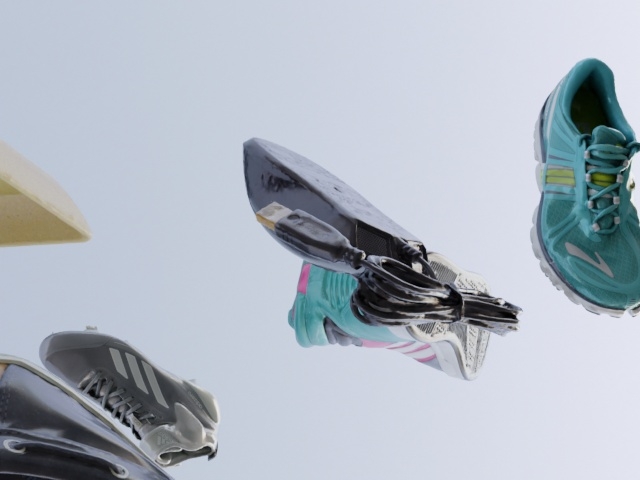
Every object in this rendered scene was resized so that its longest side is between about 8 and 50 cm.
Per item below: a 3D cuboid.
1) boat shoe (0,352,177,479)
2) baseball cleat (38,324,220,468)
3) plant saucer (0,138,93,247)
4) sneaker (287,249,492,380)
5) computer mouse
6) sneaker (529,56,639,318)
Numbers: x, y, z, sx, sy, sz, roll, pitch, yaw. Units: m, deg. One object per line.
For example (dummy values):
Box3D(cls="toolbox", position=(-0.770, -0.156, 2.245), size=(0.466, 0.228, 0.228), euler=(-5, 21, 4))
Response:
Box3D(cls="boat shoe", position=(-0.101, 0.275, 0.769), size=(0.500, 0.156, 0.187), euler=(42, -85, -18))
Box3D(cls="baseball cleat", position=(-0.185, 0.160, 1.032), size=(0.206, 0.072, 0.109), euler=(26, -148, -24))
Box3D(cls="plant saucer", position=(-0.502, -0.081, 1.306), size=(0.333, 0.333, 0.080), euler=(48, -137, -63))
Box3D(cls="sneaker", position=(0.061, 0.070, 1.065), size=(0.295, 0.179, 0.123), euler=(38, -115, -59))
Box3D(cls="computer mouse", position=(0.000, 0.000, 0.721), size=(0.184, 0.262, 0.060), euler=(14, -71, -52))
Box3D(cls="sneaker", position=(0.261, -0.055, 1.003), size=(0.107, 0.110, 0.275), euler=(1, -121, -8))
